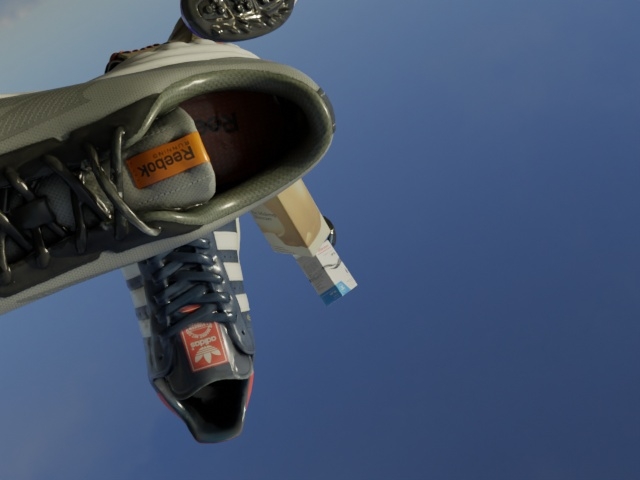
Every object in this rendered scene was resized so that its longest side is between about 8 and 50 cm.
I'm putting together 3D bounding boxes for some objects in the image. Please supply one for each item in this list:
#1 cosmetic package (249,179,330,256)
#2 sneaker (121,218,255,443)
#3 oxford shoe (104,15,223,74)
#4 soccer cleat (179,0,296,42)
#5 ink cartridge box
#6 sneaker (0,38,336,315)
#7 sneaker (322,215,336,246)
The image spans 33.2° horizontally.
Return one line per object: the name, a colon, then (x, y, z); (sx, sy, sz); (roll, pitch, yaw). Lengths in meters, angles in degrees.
cosmetic package: (-0.042, -0.037, 1.125); (0.060, 0.115, 0.041); (6, -129, 39)
sneaker: (-0.122, 0.055, 1.023); (0.131, 0.350, 0.148); (-16, -139, -5)
oxford shoe: (-0.236, -0.252, 1.564); (0.123, 0.130, 0.348); (-40, -155, 39)
soccer cleat: (-0.079, -0.319, 1.321); (0.116, 0.109, 0.318); (-12, -155, 43)
ink cartridge box: (0.003, 0.031, 1.286); (0.028, 0.083, 0.048); (-35, 179, 28)
sneaker: (-0.115, -0.026, 0.472); (0.271, 0.100, 0.108); (-26, -162, -25)
sneaker: (0.000, -0.001, 1.903); (0.084, 0.058, 0.152); (6, -158, -29)
